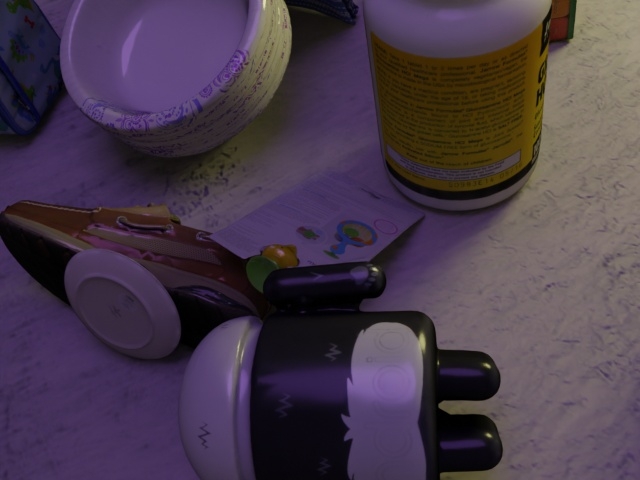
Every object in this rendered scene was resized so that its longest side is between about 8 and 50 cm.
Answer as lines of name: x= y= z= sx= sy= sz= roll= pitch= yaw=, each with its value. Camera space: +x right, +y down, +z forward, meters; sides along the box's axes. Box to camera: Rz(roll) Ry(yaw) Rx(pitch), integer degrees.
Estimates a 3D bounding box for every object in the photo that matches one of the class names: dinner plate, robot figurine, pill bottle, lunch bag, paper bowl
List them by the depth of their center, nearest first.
robot figurine: x=0.016 y=0.147 z=0.720 sx=0.278 sy=0.173 sz=0.209 roll=-2 pitch=48 yaw=9
dinner plate: x=-0.208 y=0.071 z=0.840 sx=0.141 sy=0.141 sz=0.017 roll=11 pitch=36 yaw=19
pill bottle: x=0.145 y=-0.202 z=0.864 sx=0.188 sy=0.334 sz=0.188 roll=-5 pitch=52 yaw=7
paper bowl: x=-0.173 y=-0.242 z=1.043 sx=0.284 sy=0.148 sz=0.284 roll=-6 pitch=73 yaw=19
lunch bag: x=-0.438 y=-0.257 z=1.095 sx=0.090 sy=0.219 sz=0.176 roll=2 pitch=50 yaw=21

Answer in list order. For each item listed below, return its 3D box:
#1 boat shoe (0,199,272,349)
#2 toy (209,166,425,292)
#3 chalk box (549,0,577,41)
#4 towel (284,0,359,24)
boat shoe: x=-0.195 y=0.022 z=0.901 sx=0.324 sy=0.122 sz=0.120 roll=20 pitch=52 yaw=14
toy: x=0.000 y=0.000 z=0.888 sx=0.137 sy=0.056 sz=0.237 roll=28 pitch=31 yaw=20
chalk box: x=0.240 y=-0.373 z=1.084 sx=0.179 sy=0.180 sz=0.289 roll=-6 pitch=52 yaw=6
towel: x=-0.106 y=-0.386 z=1.084 sx=0.243 sy=0.336 sz=0.040 roll=19 pitch=86 yaw=24
